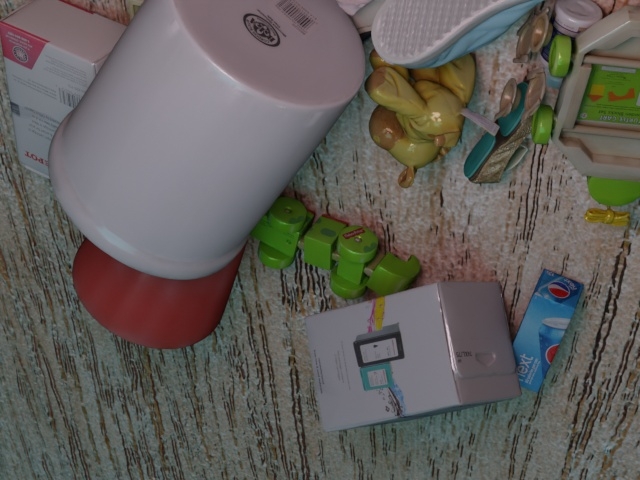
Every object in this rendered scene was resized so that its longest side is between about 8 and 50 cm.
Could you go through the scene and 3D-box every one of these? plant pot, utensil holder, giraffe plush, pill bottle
[{"bbox_3d":[-0.239,-0.003,2.209,0.275,0.275,0.243,31,130,0],"label":"plant pot"},{"bbox_3d":[-0.162,-0.183,1.925,0.327,0.327,0.385,36,132,-6],"label":"utensil holder"},{"bbox_3d":[0.141,-0.180,1.989,0.210,0.181,0.170,47,147,8],"label":"giraffe plush"},{"bbox_3d":[0.339,-0.270,1.876,0.067,0.067,0.120,21,133,9],"label":"pill bottle"}]

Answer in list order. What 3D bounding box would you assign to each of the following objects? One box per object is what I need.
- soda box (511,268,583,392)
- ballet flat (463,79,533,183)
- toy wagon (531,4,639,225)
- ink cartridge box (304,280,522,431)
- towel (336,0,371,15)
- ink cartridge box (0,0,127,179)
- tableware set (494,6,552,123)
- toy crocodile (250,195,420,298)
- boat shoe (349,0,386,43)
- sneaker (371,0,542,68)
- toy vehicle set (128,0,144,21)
[{"bbox_3d":[0.358,0.149,2.220,0.071,0.067,0.210,22,134,8],"label":"soda box"},{"bbox_3d":[0.284,-0.158,2.012,0.067,0.073,0.206,12,141,-20],"label":"ballet flat"},{"bbox_3d":[0.429,-0.165,1.879,0.267,0.068,0.344,6,134,-2],"label":"toy wagon"},{"bbox_3d":[0.151,0.188,2.215,0.270,0.198,0.197,-17,78,36],"label":"ink cartridge box"},{"bbox_3d":[0.036,-0.477,1.739,0.317,0.053,0.332,-25,114,43],"label":"towel"},{"bbox_3d":[-0.397,-0.228,2.217,0.207,0.117,0.283,24,136,24],"label":"ink cartridge box"},{"bbox_3d":[0.280,-0.237,1.854,0.020,0.168,0.141,12,172,-12],"label":"tableware set"},{"bbox_3d":[0.000,0.000,2.260,0.340,0.105,0.115,23,134,14],"label":"toy crocodile"},{"bbox_3d":[0.057,-0.325,1.956,0.095,0.079,0.254,51,131,3],"label":"boat shoe"},{"bbox_3d":[0.242,-0.350,1.831,0.366,0.150,0.135,-26,83,18],"label":"sneaker"},{"bbox_3d":[-0.168,-0.287,2.134,0.267,0.035,0.166,15,132,14],"label":"toy vehicle set"}]
